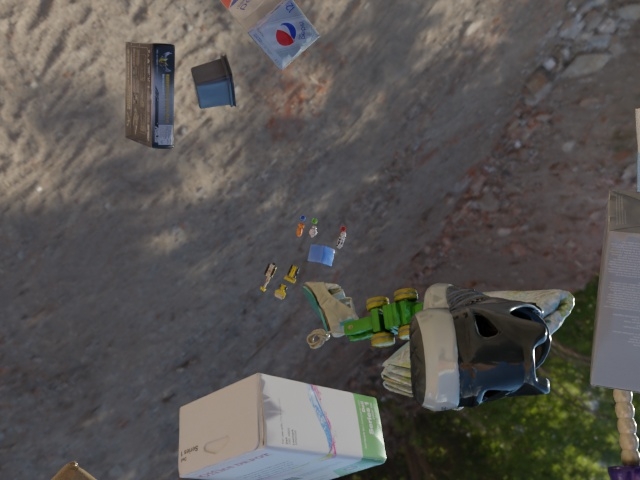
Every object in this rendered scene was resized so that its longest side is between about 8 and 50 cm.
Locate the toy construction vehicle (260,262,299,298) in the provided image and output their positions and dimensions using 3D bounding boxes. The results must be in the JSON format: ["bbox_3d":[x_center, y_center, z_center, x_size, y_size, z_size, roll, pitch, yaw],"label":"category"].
[{"bbox_3d":[-0.110,0.103,1.881,0.035,0.085,0.098,5,107,-84],"label":"toy construction vehicle"}]

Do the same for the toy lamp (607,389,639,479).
[{"bbox_3d":[0.508,0.300,1.152,0.080,0.080,0.275,90,2,-71],"label":"toy lamp"}]

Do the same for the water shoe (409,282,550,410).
[{"bbox_3d":[0.104,0.069,0.445,0.203,0.080,0.073,-14,102,-77],"label":"water shoe"}]

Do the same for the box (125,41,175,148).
[{"bbox_3d":[-0.396,-0.338,1.608,0.056,0.183,0.231,-5,107,-33],"label":"box"}]

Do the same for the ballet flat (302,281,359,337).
[{"bbox_3d":[0.025,0.135,1.460,0.086,0.086,0.248,-46,-160,2],"label":"ballet flat"}]

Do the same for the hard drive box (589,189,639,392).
[{"bbox_3d":[0.439,0.066,0.980,0.181,0.089,0.232,-45,137,-58],"label":"hard drive box"}]

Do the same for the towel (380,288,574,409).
[{"bbox_3d":[0.346,0.233,1.577,0.374,0.090,0.320,-35,-169,-22],"label":"towel"}]

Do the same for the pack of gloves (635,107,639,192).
[{"bbox_3d":[0.734,-0.153,1.395,0.046,0.195,0.232,-28,114,-50],"label":"pack of gloves"}]

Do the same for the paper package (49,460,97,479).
[{"bbox_3d":[-0.535,0.595,1.223,0.309,0.168,0.325,-44,-177,41],"label":"paper package"}]

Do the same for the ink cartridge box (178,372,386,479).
[{"bbox_3d":[-0.062,0.317,1.131,0.201,0.117,0.278,-30,144,34],"label":"ink cartridge box"}]

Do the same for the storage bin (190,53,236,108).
[{"bbox_3d":[-0.259,-0.379,1.671,0.091,0.098,0.135,-15,161,-10],"label":"storage bin"}]

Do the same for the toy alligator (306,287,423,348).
[{"bbox_3d":[0.073,0.103,0.845,0.189,0.056,0.051,-21,152,31],"label":"toy alligator"}]

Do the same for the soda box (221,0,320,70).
[{"bbox_3d":[-0.110,-0.410,1.207,0.091,0.286,0.098,-40,134,7],"label":"soda box"}]

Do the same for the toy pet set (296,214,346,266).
[{"bbox_3d":[0.000,0.000,1.718,0.065,0.122,0.114,137,-34,-79],"label":"toy pet set"}]
